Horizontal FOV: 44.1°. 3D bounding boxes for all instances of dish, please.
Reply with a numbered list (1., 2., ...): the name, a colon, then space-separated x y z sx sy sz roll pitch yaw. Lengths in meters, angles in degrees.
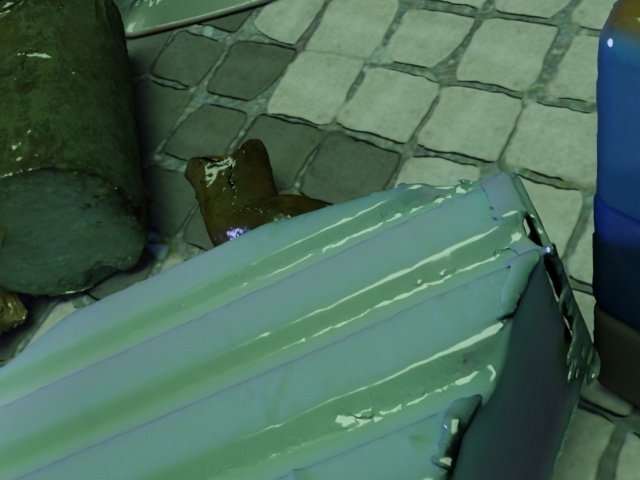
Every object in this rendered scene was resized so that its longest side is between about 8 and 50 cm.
1. dish: -0.138 -0.326 0.865 0.234 0.154 0.064 -9 32 14

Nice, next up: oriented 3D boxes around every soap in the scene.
1. soap: -0.051 0.131 0.479 0.446 0.156 0.261 -26 33 12

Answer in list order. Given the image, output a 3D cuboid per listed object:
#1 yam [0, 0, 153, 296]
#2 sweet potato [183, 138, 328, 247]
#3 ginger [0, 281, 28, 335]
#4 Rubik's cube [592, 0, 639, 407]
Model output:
1. yam: -0.256 -0.112 0.751 0.168 0.168 0.304 -20 57 6
2. sweet potato: -0.001 -0.004 0.636 0.285 0.085 0.112 23 65 29
3. ginger: -0.350 0.073 0.721 0.165 0.067 0.096 -35 76 -4
4. Rubik's cube: 0.365 -0.036 0.367 0.344 0.347 0.347 31 74 33
